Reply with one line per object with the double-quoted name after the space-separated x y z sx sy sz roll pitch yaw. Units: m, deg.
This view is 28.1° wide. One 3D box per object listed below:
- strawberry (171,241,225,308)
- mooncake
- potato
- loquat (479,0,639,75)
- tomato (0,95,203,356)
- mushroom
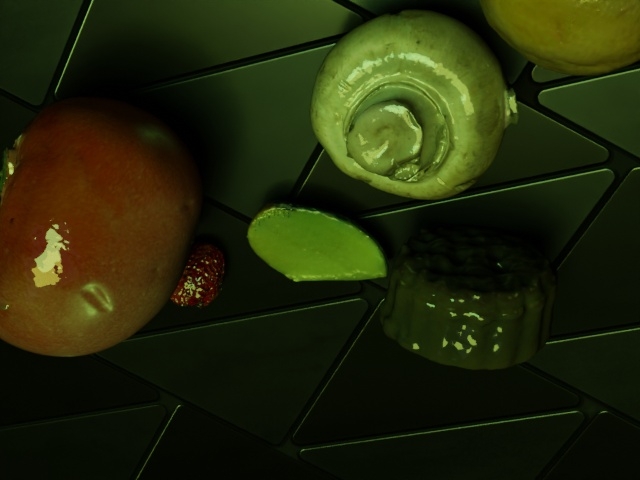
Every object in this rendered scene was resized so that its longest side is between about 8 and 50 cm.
-0.173 0.049 1.796 0.083 0.083 0.096 20 91 0 "strawberry"
0.191 0.067 1.638 0.228 0.228 0.124 10 115 7 "mooncake"
0.000 0.000 1.739 0.198 0.054 0.119 10 123 1 "potato"
0.287 -0.294 1.407 0.238 0.193 0.238 14 127 19 "loquat"
-0.294 -0.011 1.642 0.273 0.341 0.341 17 125 -15 "tomato"
0.113 -0.159 1.540 0.255 0.184 0.255 9 114 20 "mushroom"
